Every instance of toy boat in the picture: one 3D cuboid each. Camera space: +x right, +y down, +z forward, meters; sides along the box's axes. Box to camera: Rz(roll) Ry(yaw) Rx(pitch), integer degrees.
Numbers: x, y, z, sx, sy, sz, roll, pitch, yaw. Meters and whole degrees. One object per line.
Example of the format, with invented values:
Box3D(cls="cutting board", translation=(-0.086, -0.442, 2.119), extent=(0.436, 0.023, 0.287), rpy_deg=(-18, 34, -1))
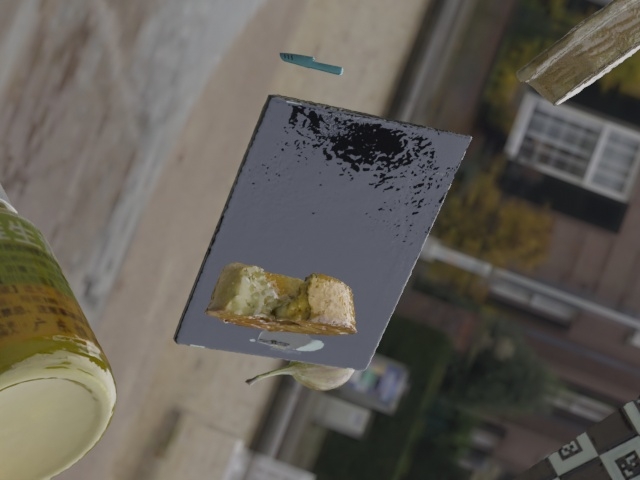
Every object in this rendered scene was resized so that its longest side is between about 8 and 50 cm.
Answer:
Box3D(cls="toy boat", translation=(0.318, -0.223, 2.108), extent=(0.188, 0.061, 0.116), rpy_deg=(-35, 177, 1))

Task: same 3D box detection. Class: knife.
Box3D(cls="knife", translation=(-0.011, -0.195, 2.006), extent=(0.005, 0.091, 0.014), rpy_deg=(32, 78, -53))

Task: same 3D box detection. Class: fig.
Box3D(cls="fig", translation=(-0.017, 0.183, 2.495), extent=(0.166, 0.093, 0.093), rpy_deg=(-40, 159, -35))

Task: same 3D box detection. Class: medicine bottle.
Box3D(cls="medicine bottle", translation=(-0.388, 0.073, 2.003), extent=(0.384, 0.224, 0.224), rpy_deg=(56, -37, 37))

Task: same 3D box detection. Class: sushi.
Box3D(cls="sushi", translation=(0.314, 0.250, 1.704), extent=(0.215, 0.192, 0.050), rpy_deg=(-31, 163, -7))

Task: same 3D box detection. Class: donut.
Box3D(cls="donut", translation=(-0.025, 0.043, 1.300), extent=(0.097, 0.108, 0.043), rpy_deg=(55, 44, -79))

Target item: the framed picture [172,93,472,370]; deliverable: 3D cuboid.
Box3D(cls="framed picture", translation=(0.000, 0.000, 2.004), extent=(0.324, 0.244, 0.013), rpy_deg=(-66, -153, 27))
